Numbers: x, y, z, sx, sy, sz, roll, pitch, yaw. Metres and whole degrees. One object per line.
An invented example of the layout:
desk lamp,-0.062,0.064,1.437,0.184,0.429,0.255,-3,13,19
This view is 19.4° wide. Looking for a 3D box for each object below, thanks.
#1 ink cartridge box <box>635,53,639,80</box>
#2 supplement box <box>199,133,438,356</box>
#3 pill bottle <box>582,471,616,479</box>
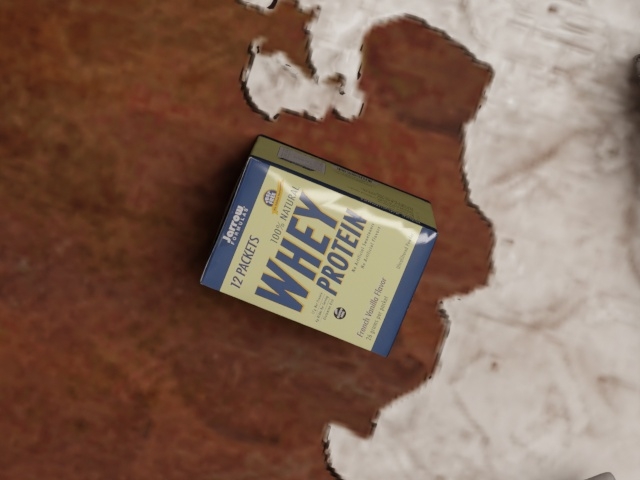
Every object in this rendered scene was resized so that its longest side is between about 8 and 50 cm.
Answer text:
ink cartridge box,0.254,-0.030,0.765,0.219,0.092,0.160,-16,98,4
supplement box,0.000,0.000,0.780,0.083,0.083,0.056,21,100,-2
pill bottle,0.029,0.190,0.785,0.246,0.136,0.136,-24,98,5
